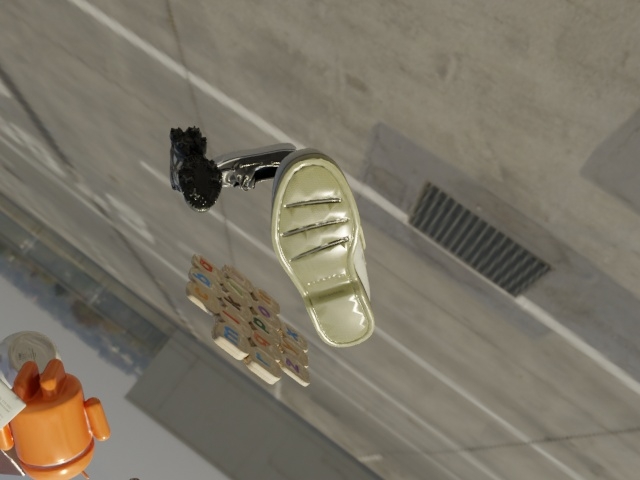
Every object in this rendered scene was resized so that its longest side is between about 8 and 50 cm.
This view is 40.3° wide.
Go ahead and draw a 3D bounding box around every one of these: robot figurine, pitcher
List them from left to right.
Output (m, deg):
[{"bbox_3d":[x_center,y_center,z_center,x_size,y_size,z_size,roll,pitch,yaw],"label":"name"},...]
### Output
[{"bbox_3d":[-0.541,0.270,1.592,0.207,0.125,0.177,-46,59,48],"label":"pitcher"},{"bbox_3d":[-0.448,0.306,1.443,0.128,0.158,0.219,19,123,47],"label":"robot figurine"}]

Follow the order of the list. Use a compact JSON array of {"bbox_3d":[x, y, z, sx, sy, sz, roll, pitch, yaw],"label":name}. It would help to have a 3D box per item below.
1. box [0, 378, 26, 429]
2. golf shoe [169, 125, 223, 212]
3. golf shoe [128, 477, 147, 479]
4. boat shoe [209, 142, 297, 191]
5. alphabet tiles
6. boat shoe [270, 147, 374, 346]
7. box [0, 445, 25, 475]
[{"bbox_3d":[-0.559,0.229,1.244,0.181,0.182,0.119,54,155,-23],"label":"box"},{"bbox_3d":[-0.214,-0.104,1.482,0.094,0.077,0.198,109,154,-42],"label":"golf shoe"},{"bbox_3d":[-0.308,0.550,1.623,0.120,0.105,0.273,3,-148,-13],"label":"golf shoe"},{"bbox_3d":[-0.149,-0.142,1.848,0.080,0.228,0.076,103,149,-57],"label":"boat shoe"},{"bbox_3d":[-0.128,0.142,1.553,0.278,0.021,0.284,40,-164,-18],"label":"alphabet tiles"},{"bbox_3d":[0.000,0.000,1.118,0.103,0.113,0.302,-100,-2,-51],"label":"boat shoe"},{"bbox_3d":[-0.848,0.429,2.029,0.381,0.143,0.191,-1,131,24],"label":"box"}]
